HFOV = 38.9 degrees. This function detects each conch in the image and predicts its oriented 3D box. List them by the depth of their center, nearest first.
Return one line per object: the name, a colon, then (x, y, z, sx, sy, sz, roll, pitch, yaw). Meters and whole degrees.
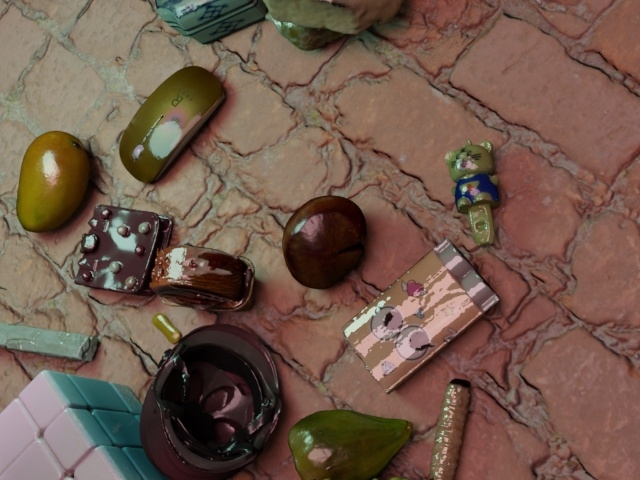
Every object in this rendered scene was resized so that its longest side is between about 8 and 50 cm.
conch: (-0.041, -0.492, 2.055, 0.173, 0.116, 0.106, 35, 94, 27)

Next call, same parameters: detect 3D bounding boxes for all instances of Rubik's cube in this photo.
Rubik's cube: (-0.505, 0.496, 1.869, 0.319, 0.322, 0.316, -46, 64, 4)

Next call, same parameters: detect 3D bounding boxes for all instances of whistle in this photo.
whistle: (0.312, -0.099, 1.829, 0.105, 0.085, 0.227, -15, 71, 27)

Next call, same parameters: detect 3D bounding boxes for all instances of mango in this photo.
mango: (-0.646, -0.139, 2.194, 0.176, 0.139, 0.254, 9, 88, 36)

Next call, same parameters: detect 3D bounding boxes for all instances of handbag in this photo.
handbag: (-0.465, 0.021, 2.113, 0.216, 0.074, 0.203, 9, 79, 24)

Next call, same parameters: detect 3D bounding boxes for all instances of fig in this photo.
fig: (0.052, 0.414, 1.775, 0.234, 0.167, 0.167, 4, 75, -15)

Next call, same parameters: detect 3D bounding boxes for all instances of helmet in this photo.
helmet: (-0.236, 0.353, 1.849, 0.197, 0.271, 0.338, -50, 18, 39)

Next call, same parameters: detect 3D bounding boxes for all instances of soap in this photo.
soap: (-0.350, 0.198, 2.053, 0.089, 0.012, 0.034, 41, 93, 25)

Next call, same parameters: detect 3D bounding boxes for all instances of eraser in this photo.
eraser: (0.198, 0.151, 1.807, 0.290, 0.087, 0.171, -41, 67, 8)

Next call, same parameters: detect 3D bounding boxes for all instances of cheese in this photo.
cheese: (0.025, -0.577, 1.984, 0.326, 0.115, 0.318, -33, 66, -20)

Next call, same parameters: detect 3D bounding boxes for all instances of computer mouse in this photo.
computer mouse: (-0.359, -0.279, 2.152, 0.310, 0.072, 0.158, -49, 63, 4)

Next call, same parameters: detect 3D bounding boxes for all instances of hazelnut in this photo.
hazelnut: (0.000, 0.000, 1.889, 0.178, 0.178, 0.203, 26, 117, 25)

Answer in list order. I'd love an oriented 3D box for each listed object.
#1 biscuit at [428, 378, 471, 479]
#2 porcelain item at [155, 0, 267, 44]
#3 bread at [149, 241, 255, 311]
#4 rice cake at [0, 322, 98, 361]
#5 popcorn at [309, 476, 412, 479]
biscuit: (0.248, 0.374, 1.744, 0.055, 0.061, 0.219, 11, 81, 6)
porcelain item: (-0.261, -0.641, 2.161, 0.282, 0.157, 0.285, -18, 70, 18)
bread: (-0.254, 0.090, 1.937, 0.225, 0.212, 0.142, 1, 73, 21)
rice cake: (-0.680, 0.236, 2.149, 0.337, 0.063, 0.066, 4, 70, 24)
popcorn: (0.139, 0.555, 1.643, 0.237, 0.293, 0.292, -16, 64, -26)
